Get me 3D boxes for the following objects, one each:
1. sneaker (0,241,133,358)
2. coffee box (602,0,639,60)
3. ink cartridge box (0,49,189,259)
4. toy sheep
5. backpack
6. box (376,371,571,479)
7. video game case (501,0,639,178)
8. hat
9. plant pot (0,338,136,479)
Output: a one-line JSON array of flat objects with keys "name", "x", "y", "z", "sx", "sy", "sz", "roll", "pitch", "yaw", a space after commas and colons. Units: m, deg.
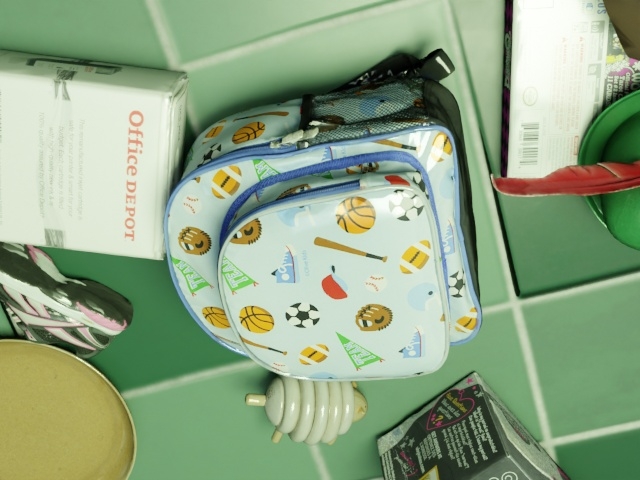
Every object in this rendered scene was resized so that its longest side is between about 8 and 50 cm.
[{"name": "sneaker", "x": -0.281, "y": 0.063, "z": 0.874, "sx": 0.178, "sy": 0.072, "sz": 0.077, "roll": 32, "pitch": 110, "yaw": -11}, {"name": "coffee box", "x": 0.359, "y": -0.245, "z": 0.620, "sx": 0.297, "sy": 0.168, "sz": 0.119, "roll": -39, "pitch": 123, "yaw": -3}, {"name": "ink cartridge box", "x": -0.234, "y": -0.080, "z": 0.800, "sx": 0.218, "sy": 0.092, "sz": 0.158, "roll": 8, "pitch": 114, "yaw": 0}, {"name": "toy sheep", "x": -0.013, "y": 0.169, "z": 0.910, "sx": 0.132, "sy": 0.091, "sz": 0.091, "roll": 3, "pitch": 115, "yaw": -20}, {"name": "backpack", "x": 0.000, "y": 0.000, "z": 0.779, "sx": 0.264, "sy": 0.213, "sz": 0.276, "roll": -5, "pitch": 117, "yaw": 15}, {"name": "box", "x": 0.192, "y": 0.287, "z": 0.916, "sx": 0.142, "sy": 0.163, "sz": 0.247, "roll": -37, "pitch": 109, "yaw": 12}, {"name": "video game case", "x": 0.268, "y": -0.161, "z": 0.781, "sx": 0.210, "sy": 0.042, "sz": 0.232, "roll": -3, "pitch": 114, "yaw": 2}, {"name": "hat", "x": 0.266, "y": -0.013, "z": 0.699, "sx": 0.209, "sy": 0.183, "sz": 0.172, "roll": 4, "pitch": 123, "yaw": 26}, {"name": "plant pot", "x": -0.313, "y": 0.202, "z": 0.958, "sx": 0.236, "sy": 0.032, "sz": 0.236, "roll": 1, "pitch": 114, "yaw": 1}]
